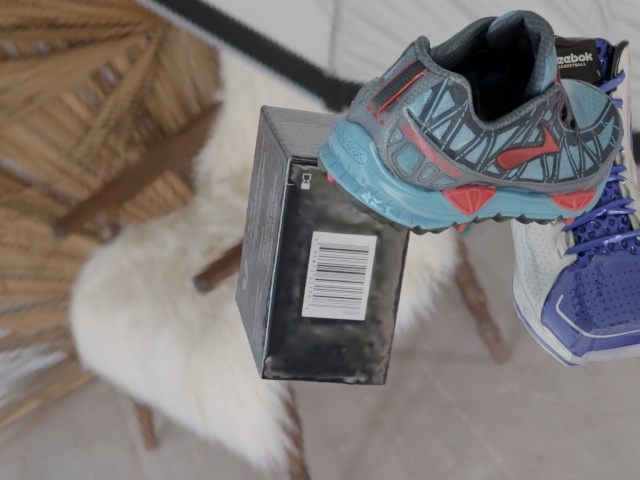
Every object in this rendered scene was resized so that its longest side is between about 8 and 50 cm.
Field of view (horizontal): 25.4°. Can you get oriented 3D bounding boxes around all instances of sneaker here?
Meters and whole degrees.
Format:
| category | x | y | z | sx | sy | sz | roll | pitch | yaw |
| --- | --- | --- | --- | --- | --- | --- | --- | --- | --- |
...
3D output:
| category | x | y | z | sx | sy | sz | roll | pitch | yaw |
| --- | --- | --- | --- | --- | --- | --- | --- | --- | --- |
| sneaker | 0.203 | -0.062 | 1.164 | 0.127 | 0.182 | 0.315 | -11 | 46 | 2 |
| sneaker | 0.122 | -0.078 | 0.868 | 0.262 | 0.125 | 0.104 | -14 | 53 | -48 |

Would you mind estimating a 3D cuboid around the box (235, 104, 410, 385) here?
| category | x | y | z | sx | sy | sz | roll | pitch | yaw |
| --- | --- | --- | --- | --- | --- | --- | --- | --- | --- |
| box | 0.000 | 0.000 | 1.004 | 0.093 | 0.156 | 0.158 | 5 | 17 | -12 |
